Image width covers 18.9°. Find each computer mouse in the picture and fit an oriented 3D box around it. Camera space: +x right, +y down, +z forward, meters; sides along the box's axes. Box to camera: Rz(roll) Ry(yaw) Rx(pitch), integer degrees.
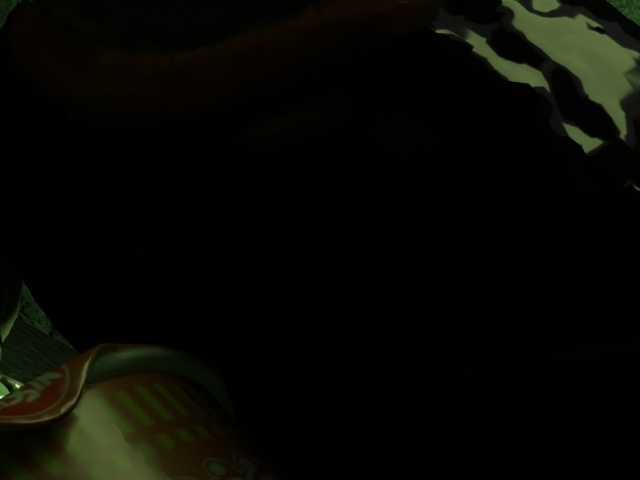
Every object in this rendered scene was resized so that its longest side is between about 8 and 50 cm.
[{"bbox_3d":[-0.004,0.003,0.569,0.323,0.116,0.183,10,-42,53],"label":"computer mouse"}]

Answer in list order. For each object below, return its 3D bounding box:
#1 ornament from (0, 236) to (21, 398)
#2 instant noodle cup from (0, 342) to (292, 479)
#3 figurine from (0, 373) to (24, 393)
[{"bbox_3d":[-0.181,0.039,0.645,0.177,0.177,0.177,29,-2,1],"label":"ornament"},{"bbox_3d":[-0.015,0.141,0.459,0.185,0.168,0.168,36,1,27],"label":"instant noodle cup"},{"bbox_3d":[-0.140,0.123,0.968,0.178,0.114,0.144,18,7,-13],"label":"figurine"}]
